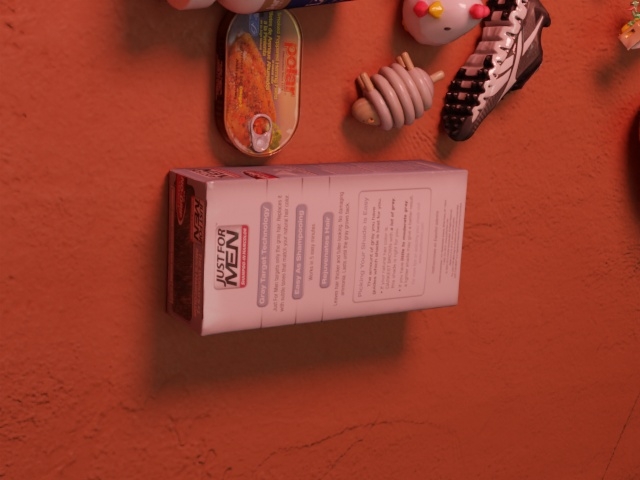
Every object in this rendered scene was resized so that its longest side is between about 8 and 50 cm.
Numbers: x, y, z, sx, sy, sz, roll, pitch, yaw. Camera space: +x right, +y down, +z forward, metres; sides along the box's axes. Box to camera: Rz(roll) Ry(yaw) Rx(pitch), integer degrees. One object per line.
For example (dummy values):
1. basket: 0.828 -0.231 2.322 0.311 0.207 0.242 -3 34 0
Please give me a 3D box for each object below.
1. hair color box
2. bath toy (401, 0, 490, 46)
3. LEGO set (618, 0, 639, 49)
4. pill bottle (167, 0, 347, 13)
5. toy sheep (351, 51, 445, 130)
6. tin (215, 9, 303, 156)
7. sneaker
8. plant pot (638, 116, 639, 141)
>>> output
1. hair color box: 0.000 0.000 1.423 0.375 0.114 0.185 -4 104 -31
2. bath toy: 0.156 -0.414 1.405 0.151 0.129 0.348 -10 108 -29
3. LEGO set: 0.523 -0.363 1.649 0.287 0.132 0.107 -20 103 -19
4. pill bottle: -0.048 -0.339 1.286 0.265 0.153 0.153 -14 109 -27
5. toy sheep: 0.100 -0.189 1.454 0.132 0.091 0.091 -27 116 -3
6. tin: -0.075 -0.197 1.374 0.106 0.040 0.189 -3 104 -27
7. sneaker: 0.250 -0.232 1.537 0.106 0.078 0.234 25 86 -31
8. plant pot: 0.581 -0.113 1.710 0.205 0.205 0.188 -21 127 -26
